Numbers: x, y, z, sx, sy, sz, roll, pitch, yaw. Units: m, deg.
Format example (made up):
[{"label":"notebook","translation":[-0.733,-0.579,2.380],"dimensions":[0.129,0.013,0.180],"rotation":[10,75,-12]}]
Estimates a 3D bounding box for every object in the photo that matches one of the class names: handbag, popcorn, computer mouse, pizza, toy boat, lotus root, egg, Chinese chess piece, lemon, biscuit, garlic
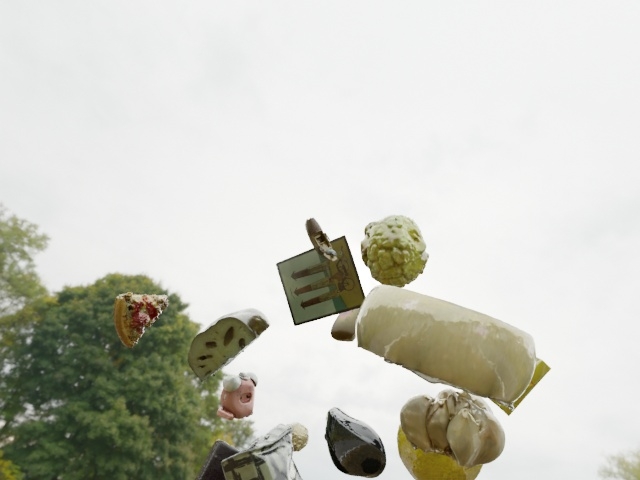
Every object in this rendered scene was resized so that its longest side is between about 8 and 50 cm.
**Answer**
[{"label":"handbag","translation":[-0.139,0.796,1.523],"dimensions":[0.162,0.325,0.327],"rotation":[-28,-13,16]},{"label":"popcorn","translation":[0.234,0.027,1.576],"dimensions":[0.251,0.206,0.237],"rotation":[33,-58,51]},{"label":"computer mouse","translation":[0.067,0.536,1.245],"dimensions":[0.086,0.137,0.270],"rotation":[1,-2,-27]},{"label":"pizza","translation":[-0.544,0.223,1.469],"dimensions":[0.062,0.199,0.188],"rotation":[17,-59,28]},{"label":"toy boat","translation":[0.000,0.000,1.375],"dimensions":[0.149,0.047,0.049],"rotation":[59,-30,7]},{"label":"lotus root","translation":[-0.291,0.311,1.603],"dimensions":[0.267,0.260,0.149],"rotation":[-40,-94,18]},{"label":"computer mouse","translation":[0.168,0.370,2.278],"dimensions":[0.158,0.310,0.072],"rotation":[-2,-60,41]},{"label":"egg","translation":[-0.112,0.837,2.010],"dimensions":[0.140,0.116,0.118],"rotation":[-4,10,-43]},{"label":"Chinese chess piece","translation":[0.233,0.197,0.915],"dimensions":[0.338,0.140,0.338],"rotation":[21,-7,3]},{"label":"lemon","translation":[0.483,0.810,1.898],"dimensions":[0.350,0.350,0.387],"rotation":[6,-58,18]},{"label":"biscuit","translation":[-0.385,0.856,1.692],"dimensions":[0.106,0.252,0.070],"rotation":[32,-36,-8]},{"label":"garlic","translation":[0.381,0.503,1.332],"dimensions":[0.281,0.185,0.203],"rotation":[10,-68,46]}]

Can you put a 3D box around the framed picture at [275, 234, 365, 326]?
[{"label":"framed picture","translation":[-0.004,0.147,1.635],"dimensions":[0.324,0.244,0.013],"rotation":[-23,-9,33]}]

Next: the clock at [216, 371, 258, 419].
[{"label":"clock","translation":[-0.298,0.574,1.761],"dimensions":[0.093,0.162,0.166],"rotation":[6,-5,33]}]

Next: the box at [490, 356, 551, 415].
[{"label":"box","translation":[0.461,0.333,1.234],"dimensions":[0.041,0.153,0.279],"rotation":[43,-2,-8]}]
